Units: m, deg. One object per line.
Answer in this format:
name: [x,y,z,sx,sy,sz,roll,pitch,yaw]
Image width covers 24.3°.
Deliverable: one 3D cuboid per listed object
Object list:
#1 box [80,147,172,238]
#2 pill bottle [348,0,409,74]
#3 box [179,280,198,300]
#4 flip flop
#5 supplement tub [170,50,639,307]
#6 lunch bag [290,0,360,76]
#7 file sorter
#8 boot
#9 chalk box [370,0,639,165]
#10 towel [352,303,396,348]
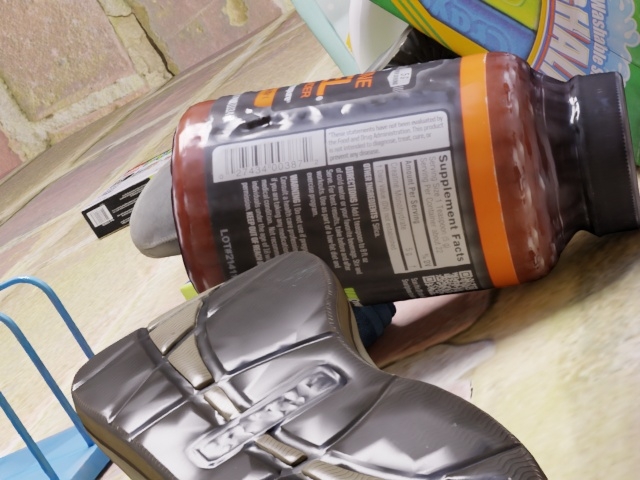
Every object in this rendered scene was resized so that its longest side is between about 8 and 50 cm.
box: [-0.134,-0.075,1.505,0.207,0.036,0.114,-24,14,30]
pill bottle: [0.129,-0.174,0.992,0.153,0.153,0.264,-24,14,30]
box: [0.000,0.000,0.869,0.109,0.042,0.178,-18,17,49]
flip flop: [-0.006,0.077,0.517,0.112,0.080,0.277,-30,26,-16]
supplement tub: [0.040,-0.026,0.665,0.198,0.106,0.106,-8,17,11]
lunch bag: [0.084,-0.243,1.212,0.262,0.223,0.160,-37,8,-18]
file sorter: [-0.192,0.108,0.751,0.118,0.104,0.170,-26,14,27]
boot: [0.003,-0.062,0.870,0.190,0.076,0.208,-36,6,-34]
chalk box: [0.160,-0.175,0.718,0.289,0.179,0.180,35,58,29]
towel: [-0.021,0.059,0.712,0.119,0.029,0.067,-32,15,-11]
